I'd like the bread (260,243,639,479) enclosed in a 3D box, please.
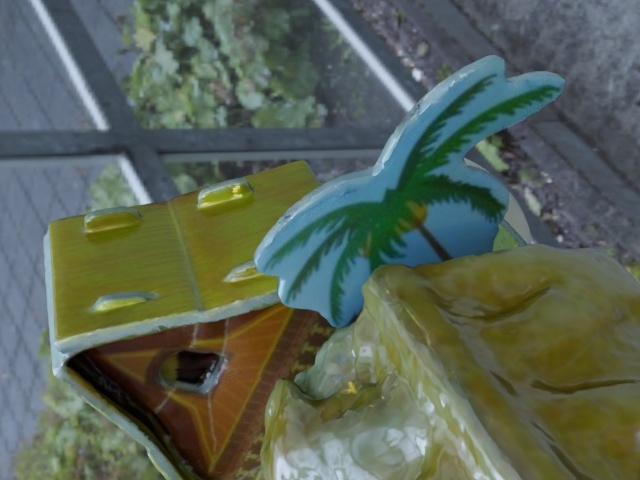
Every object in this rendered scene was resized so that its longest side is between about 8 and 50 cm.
[{"bbox_3d":[0.105,0.136,0.451,0.252,0.238,0.196,-110,21,-52],"label":"bread"}]

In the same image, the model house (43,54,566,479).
[{"bbox_3d":[0.000,0.000,0.647,0.340,0.323,0.300,-64,27,21],"label":"model house"}]

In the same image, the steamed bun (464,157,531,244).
[{"bbox_3d":[0.205,-0.014,1.524,0.242,0.146,0.164,51,142,-9],"label":"steamed bun"}]
